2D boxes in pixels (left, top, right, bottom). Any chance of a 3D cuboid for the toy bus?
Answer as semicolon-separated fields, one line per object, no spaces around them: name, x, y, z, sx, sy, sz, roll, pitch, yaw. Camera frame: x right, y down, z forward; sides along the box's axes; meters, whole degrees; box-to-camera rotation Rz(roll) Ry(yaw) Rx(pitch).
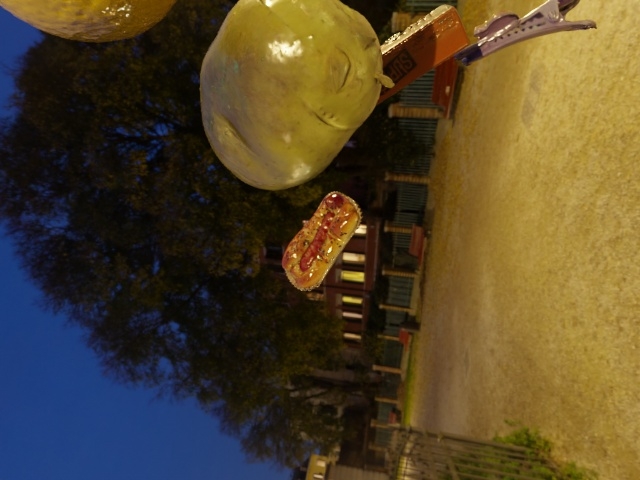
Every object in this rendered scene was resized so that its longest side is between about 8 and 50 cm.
toy bus;0.094;-0.320;0.855;0.093;0.409;0.092;52;-164;-26

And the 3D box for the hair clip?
hair clip;0.436;-0.458;0.912;0.137;0.278;0.090;-10;-82;-48

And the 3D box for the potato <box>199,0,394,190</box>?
potato;-0.040;-0.144;0.430;0.169;0.143;0.248;60;150;6

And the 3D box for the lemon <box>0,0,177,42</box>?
lemon;-0.173;-0.244;0.278;0.244;0.187;0.186;101;-179;-61

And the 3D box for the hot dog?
hot dog;0.000;0.000;0.757;0.059;0.108;0.191;19;-70;-50
